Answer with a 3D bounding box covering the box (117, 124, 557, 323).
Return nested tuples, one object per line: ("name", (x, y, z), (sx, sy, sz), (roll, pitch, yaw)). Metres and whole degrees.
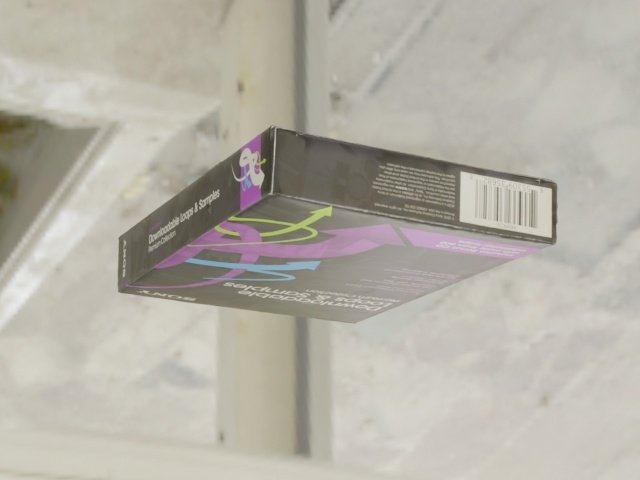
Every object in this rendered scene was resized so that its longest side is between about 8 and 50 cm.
("box", (0.000, 0.000, 0.623), (0.116, 0.029, 0.162), (9, 164, -24))
